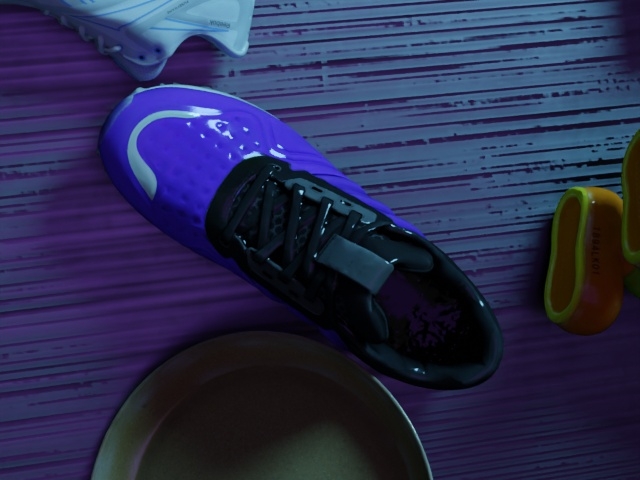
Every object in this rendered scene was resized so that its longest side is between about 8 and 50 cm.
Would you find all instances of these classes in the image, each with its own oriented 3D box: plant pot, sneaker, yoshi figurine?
[{"bbox_3d":[-0.037,0.176,0.790,0.236,0.032,0.236,-4,79,20],"label":"plant pot"},{"bbox_3d":[-0.129,-0.139,0.767,0.191,0.071,0.082,-1,103,-12],"label":"sneaker"},{"bbox_3d":[0.001,-0.001,0.770,0.293,0.146,0.102,33,90,-15],"label":"sneaker"},{"bbox_3d":[0.345,0.055,0.841,0.362,0.203,0.203,12,110,-16],"label":"yoshi figurine"}]
